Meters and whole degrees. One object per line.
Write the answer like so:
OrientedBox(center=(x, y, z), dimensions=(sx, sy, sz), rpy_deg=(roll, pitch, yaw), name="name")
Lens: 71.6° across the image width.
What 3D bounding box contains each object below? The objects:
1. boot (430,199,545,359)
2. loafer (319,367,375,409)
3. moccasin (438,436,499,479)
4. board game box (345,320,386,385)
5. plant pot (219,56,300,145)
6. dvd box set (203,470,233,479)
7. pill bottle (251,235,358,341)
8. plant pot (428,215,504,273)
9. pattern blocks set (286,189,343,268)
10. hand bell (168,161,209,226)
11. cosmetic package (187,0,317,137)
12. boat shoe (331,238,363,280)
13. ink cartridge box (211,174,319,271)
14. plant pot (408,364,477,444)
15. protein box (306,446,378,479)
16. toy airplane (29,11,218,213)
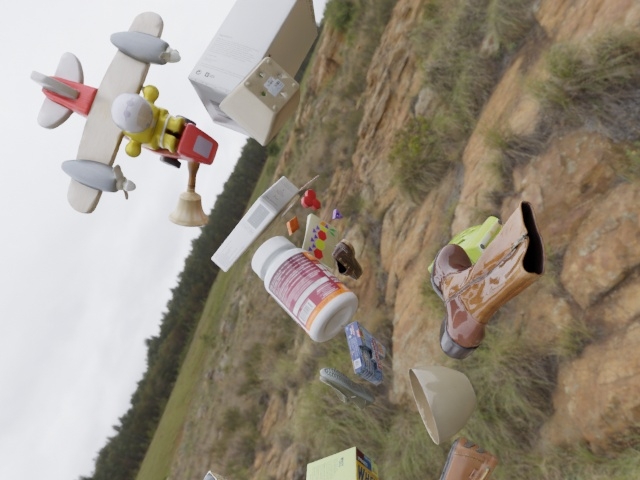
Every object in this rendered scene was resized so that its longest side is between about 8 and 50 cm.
OrientedBox(center=(0.281, 0.035, 0.787), dimensions=(0.280, 0.096, 0.264), rpy_deg=(103, -174, -47), name="boot")
OrientedBox(center=(0.093, 0.572, 1.685), dimensions=(0.087, 0.251, 0.094), rpy_deg=(-55, 13, 6), name="loafer")
OrientedBox(center=(0.360, 0.720, 1.172), dimensions=(0.139, 0.147, 0.380), rpy_deg=(22, -89, -65), name="moccasin")
OrientedBox(center=(0.184, 0.424, 1.645), dimensions=(0.060, 0.194, 0.194), rpy_deg=(-34, 43, 21), name="board game box")
OrientedBox(center=(-0.097, -0.253, 0.780), dimensions=(0.109, 0.109, 0.096), rpy_deg=(-54, 11, -18), name="plant pot")
OrientedBox(center=(-0.109, 0.680, 0.870), dimensions=(0.062, 0.420, 0.308), rpy_deg=(-13, 46, 58), name="dvd box set")
OrientedBox(center=(-0.038, 0.093, 0.912), dimensions=(0.121, 0.221, 0.121), rpy_deg=(-33, -33, -25), name="pill bottle")
OrientedBox(center=(0.528, 0.073, 1.424), dimensions=(0.228, 0.227, 0.207), rpy_deg=(-41, -5, -34), name="plant pot")
OrientedBox(center=(0.000, 0.000, 1.581), dimensions=(0.026, 0.285, 0.325), rpy_deg=(-30, 30, 45), name="pattern blocks set")
OrientedBox(center=(-0.396, -0.175, 1.361), dimensions=(0.126, 0.126, 0.242), rpy_deg=(-70, -7, -65), name="hand bell")
OrientedBox(center=(-0.157, -0.473, 1.123), dimensions=(0.366, 0.155, 0.197), rpy_deg=(-64, -14, -13), name="cosmetic package")
OrientedBox(center=(0.081, 0.077, 1.438), dimensions=(0.073, 0.073, 0.207), rpy_deg=(-52, -35, -18), name="boat shoe")
OrientedBox(center=(-0.157, -0.068, 1.263), dimensions=(0.296, 0.066, 0.261), rpy_deg=(-44, 5, 39), name="ink cartridge box")
OrientedBox(center=(0.477, 0.598, 1.688), dimensions=(0.284, 0.190, 0.284), rpy_deg=(164, 90, -87), name="plant pot")
OrientedBox(center=(0.070, 0.811, 1.416), dimensions=(0.201, 0.136, 0.200), rpy_deg=(-31, 27, 21), name="protein box")
OrientedBox(center=(-0.471, -0.303, 1.046), dimensions=(0.384, 0.386, 0.272), rpy_deg=(-27, 18, -19), name="toy airplane")
